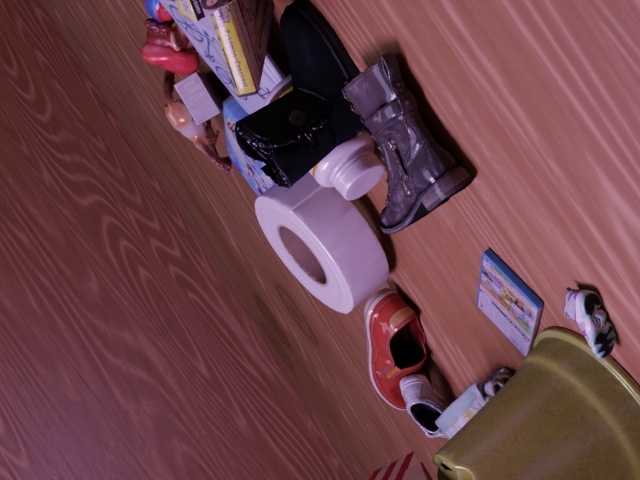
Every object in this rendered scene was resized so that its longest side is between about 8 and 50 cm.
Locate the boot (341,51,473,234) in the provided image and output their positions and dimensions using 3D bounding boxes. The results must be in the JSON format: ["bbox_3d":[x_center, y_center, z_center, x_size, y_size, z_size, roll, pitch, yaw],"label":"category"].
[{"bbox_3d":[0.106,-0.142,1.430,0.229,0.091,0.263,56,154,3],"label":"boot"}]

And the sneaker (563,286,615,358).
[{"bbox_3d":[0.345,0.103,1.272,0.069,0.038,0.098,23,134,67],"label":"sneaker"}]

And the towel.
[{"bbox_3d":[0.356,0.405,1.755,0.320,0.090,0.374,54,165,14],"label":"towel"}]

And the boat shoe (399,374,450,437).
[{"bbox_3d":[0.223,0.361,2.000,0.227,0.079,0.081,53,-157,-44],"label":"boat shoe"}]

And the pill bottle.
[{"bbox_3d":[0.009,-0.170,1.601,0.215,0.117,0.117,51,164,20],"label":"pill bottle"}]

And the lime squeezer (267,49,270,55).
[{"bbox_3d":[-0.153,-0.453,1.688,0.310,0.059,0.110,60,-165,-20],"label":"lime squeezer"}]

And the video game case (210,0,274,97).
[{"bbox_3d":[-0.124,-0.386,1.426,0.275,0.035,0.248,-85,-18,-49],"label":"video game case"}]

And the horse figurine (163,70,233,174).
[{"bbox_3d":[-0.296,-0.283,2.276,0.263,0.066,0.174,51,-156,-30],"label":"horse figurine"}]

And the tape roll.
[{"bbox_3d":[0.000,0.000,1.865,0.286,0.100,0.286,46,162,19],"label":"tape roll"}]

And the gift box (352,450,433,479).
[{"bbox_3d":[0.121,0.470,1.355,0.258,0.276,0.255,60,179,-25],"label":"gift box"}]

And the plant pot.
[{"bbox_3d":[0.309,0.307,1.377,0.276,0.254,0.276,50,164,20],"label":"plant pot"}]

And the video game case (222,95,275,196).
[{"bbox_3d":[-0.114,-0.158,2.126,0.269,0.061,0.244,52,164,17],"label":"video game case"}]

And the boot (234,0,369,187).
[{"bbox_3d":[-0.049,-0.224,1.497,0.246,0.207,0.094,56,165,5],"label":"boot"}]

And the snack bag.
[{"bbox_3d":[-0.141,-0.326,1.797,0.342,0.037,0.323,31,163,53],"label":"snack bag"}]

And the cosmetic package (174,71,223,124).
[{"bbox_3d":[-0.259,-0.311,2.130,0.099,0.060,0.239,61,-177,-8],"label":"cosmetic package"}]

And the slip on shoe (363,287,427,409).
[{"bbox_3d":[0.165,0.240,1.978,0.101,0.123,0.331,38,152,41],"label":"slip on shoe"}]

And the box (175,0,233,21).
[{"bbox_3d":[-0.089,-0.376,1.256,0.058,0.232,0.087,36,154,47],"label":"box"}]

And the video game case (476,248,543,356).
[{"bbox_3d":[0.285,0.097,1.482,0.119,0.015,0.166,49,164,28],"label":"video game case"}]

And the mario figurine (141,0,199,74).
[{"bbox_3d":[-0.293,-0.491,1.966,0.198,0.170,0.320,-80,-18,-57],"label":"mario figurine"}]
